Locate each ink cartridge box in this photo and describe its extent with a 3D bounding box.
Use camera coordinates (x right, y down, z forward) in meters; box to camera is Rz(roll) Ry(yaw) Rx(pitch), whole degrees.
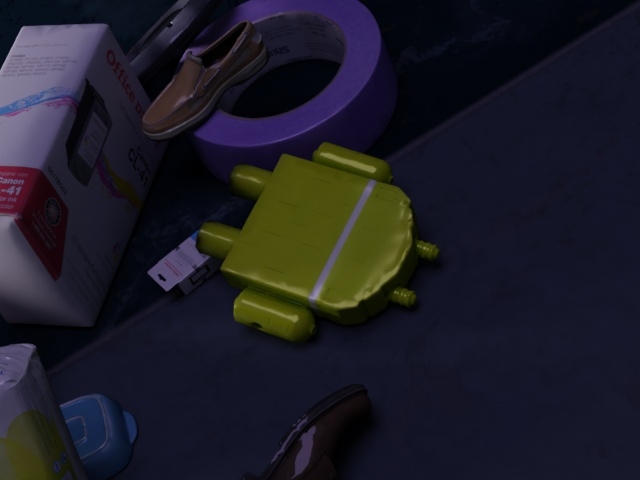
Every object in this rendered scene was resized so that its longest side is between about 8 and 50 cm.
[{"bbox_3d":[-0.317,-0.080,1.812,0.131,0.226,0.306,3,54,23],"label":"ink cartridge box"},{"bbox_3d":[-0.159,0.031,1.789,0.083,0.028,0.048,-39,48,-13],"label":"ink cartridge box"}]

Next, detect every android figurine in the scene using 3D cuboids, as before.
[{"bbox_3d":[0.000,0.000,1.715,0.272,0.056,0.248,17,66,22],"label":"android figurine"}]

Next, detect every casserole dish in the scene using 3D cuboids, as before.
[{"bbox_3d":[-0.296,0.233,1.670,0.188,0.037,0.114,-24,47,2],"label":"casserole dish"}]

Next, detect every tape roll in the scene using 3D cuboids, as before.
[{"bbox_3d":[-0.045,-0.193,1.892,0.274,0.090,0.275,-11,50,13],"label":"tape roll"}]

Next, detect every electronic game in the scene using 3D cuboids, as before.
[{"bbox_3d":[-0.198,-0.265,1.972,0.229,0.048,0.229,-43,15,14],"label":"electronic game"}]

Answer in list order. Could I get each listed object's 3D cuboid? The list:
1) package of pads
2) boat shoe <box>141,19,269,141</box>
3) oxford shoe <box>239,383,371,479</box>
[{"bbox_3d":[-0.402,0.242,1.566,0.296,0.229,0.101,-13,22,10],"label":"package of pads"},{"bbox_3d":[-0.150,-0.201,1.830,0.190,0.072,0.068,-44,50,-16],"label":"boat shoe"},{"bbox_3d":[-0.012,0.243,1.533,0.096,0.083,0.227,36,67,15],"label":"oxford shoe"}]
